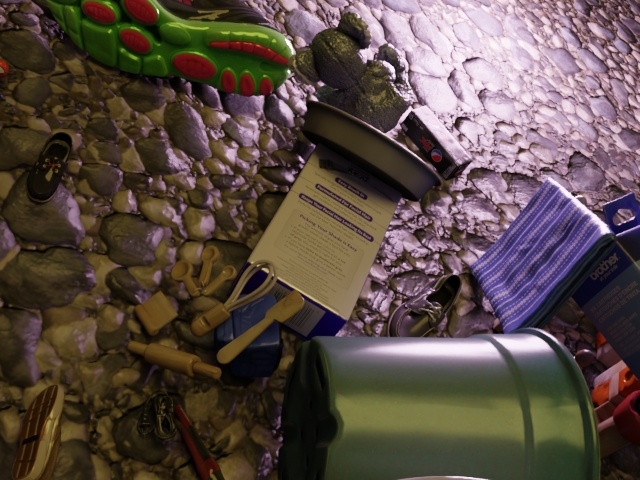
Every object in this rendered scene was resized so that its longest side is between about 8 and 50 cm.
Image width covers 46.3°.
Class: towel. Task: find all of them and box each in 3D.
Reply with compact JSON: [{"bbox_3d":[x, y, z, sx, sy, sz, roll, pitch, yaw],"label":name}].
[{"bbox_3d":[0.372,0.026,1.309,0.040,0.243,0.336,34,16,-12],"label":"towel"}]

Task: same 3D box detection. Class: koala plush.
[{"bbox_3d":[0.060,-0.326,1.454,0.221,0.196,0.203,47,19,-40],"label":"koala plush"}]

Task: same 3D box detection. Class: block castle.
[{"bbox_3d":[0.500,0.146,1.391,0.303,0.213,0.453,31,45,-5],"label":"block castle"}]

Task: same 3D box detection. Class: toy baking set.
[{"bbox_3d":[-0.157,0.099,1.048,0.256,0.030,0.197,15,68,32],"label":"toy baking set"}]

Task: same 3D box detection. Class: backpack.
[{"bbox_3d":[-0.105,0.143,1.100,0.101,0.120,0.098,2,55,-4],"label":"backpack"}]

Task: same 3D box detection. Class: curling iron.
[{"bbox_3d":[-0.157,0.318,0.988,0.068,0.035,0.274,-25,69,-37],"label":"curling iron"}]

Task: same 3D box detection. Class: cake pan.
[{"bbox_3d":[0.086,-0.158,1.385,0.293,0.293,0.054,31,89,-5],"label":"cake pan"}]

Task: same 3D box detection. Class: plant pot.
[{"bbox_3d":[0.131,0.270,1.014,0.334,0.341,0.341,9,51,-15],"label":"plant pot"}]

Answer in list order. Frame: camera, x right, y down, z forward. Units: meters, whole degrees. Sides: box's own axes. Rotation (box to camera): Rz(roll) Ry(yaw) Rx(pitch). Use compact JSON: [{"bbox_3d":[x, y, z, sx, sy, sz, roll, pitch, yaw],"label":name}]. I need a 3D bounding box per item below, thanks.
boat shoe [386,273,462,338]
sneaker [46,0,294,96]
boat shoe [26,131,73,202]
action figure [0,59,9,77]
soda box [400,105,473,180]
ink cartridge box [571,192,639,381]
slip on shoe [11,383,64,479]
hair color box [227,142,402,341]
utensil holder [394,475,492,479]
[{"bbox_3d":[0.188,0.121,1.328,0.075,0.065,0.206,45,46,8],"label":"boat shoe"},{"bbox_3d":[-0.287,-0.413,1.431,0.482,0.185,0.202,18,30,-22],"label":"sneaker"},{"bbox_3d":[-0.425,-0.117,1.174,0.048,0.042,0.133,22,48,-17],"label":"boat shoe"},{"bbox_3d":[-0.613,-0.283,1.134,0.280,0.139,0.092,-8,61,-38],"label":"action figure"},{"bbox_3d":[0.254,-0.215,1.646,0.060,0.053,0.169,-23,69,-41],"label":"soda box"},{"bbox_3d":[0.596,0.105,1.236,0.270,0.151,0.396,-18,62,-35],"label":"ink cartridge box"},{"bbox_3d":[-0.343,0.245,0.934,0.135,0.051,0.041,-95,158,-46],"label":"slip on shoe"},{"bbox_3d":[0.000,0.000,1.286,0.185,0.110,0.339,32,47,-4],"label":"hair color box"},{"bbox_3d":[0.136,0.481,0.741,0.327,0.328,0.386,21,44,-15],"label":"utensil holder"}]
